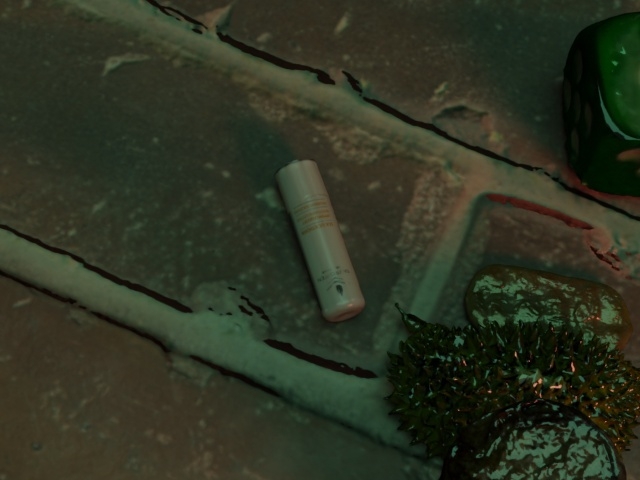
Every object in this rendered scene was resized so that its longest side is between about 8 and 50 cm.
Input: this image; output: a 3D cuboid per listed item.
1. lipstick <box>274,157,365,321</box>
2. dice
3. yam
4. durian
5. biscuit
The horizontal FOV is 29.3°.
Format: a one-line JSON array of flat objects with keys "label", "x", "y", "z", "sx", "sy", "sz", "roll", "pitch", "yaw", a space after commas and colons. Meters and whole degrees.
[{"label": "lipstick", "x": 0.000, "y": 0.000, "z": 1.048, "sx": 0.040, "sy": 0.040, "sz": 0.141, "roll": -16, "pitch": 72, "yaw": -10}, {"label": "dice", "x": 0.284, "y": -0.117, "z": 1.071, "sx": 0.128, "sy": 0.120, "sz": 0.131, "roll": -2, "pitch": 67, "yaw": -4}, {"label": "yam", "x": 0.133, "y": 0.209, "z": 0.862, "sx": 0.131, "sy": 0.279, "sz": 0.131, "roll": -1, "pitch": 62, "yaw": 2}, {"label": "durian", "x": 0.156, "y": 0.126, "z": 0.985, "sx": 0.221, "sy": 0.095, "sz": 0.137, "roll": 12, "pitch": 68, "yaw": 7}, {"label": "biscuit", "x": 0.196, "y": 0.061, "z": 1.050, "sx": 0.147, "sy": 0.018, "sz": 0.071, "roll": 12, "pitch": 68, "yaw": 0}]
